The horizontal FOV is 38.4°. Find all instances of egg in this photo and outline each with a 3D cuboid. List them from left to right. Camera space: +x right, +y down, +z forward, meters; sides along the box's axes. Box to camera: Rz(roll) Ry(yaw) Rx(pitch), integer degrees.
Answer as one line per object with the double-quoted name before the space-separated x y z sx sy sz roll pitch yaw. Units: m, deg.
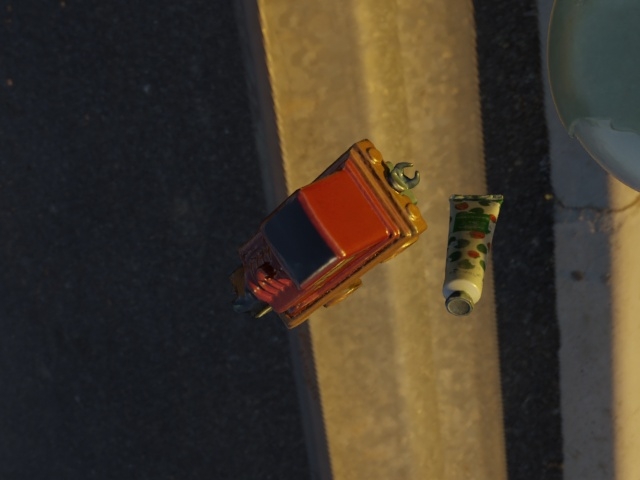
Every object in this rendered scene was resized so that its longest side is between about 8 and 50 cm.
"egg" 0.421 -0.212 1.126 0.278 0.278 0.336 -7 78 42

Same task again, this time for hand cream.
"hand cream" 0.243 0.012 1.508 0.095 0.276 0.059 1 132 15

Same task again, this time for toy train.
"toy train" 0.000 0.000 1.338 0.369 0.231 0.163 -40 79 41
